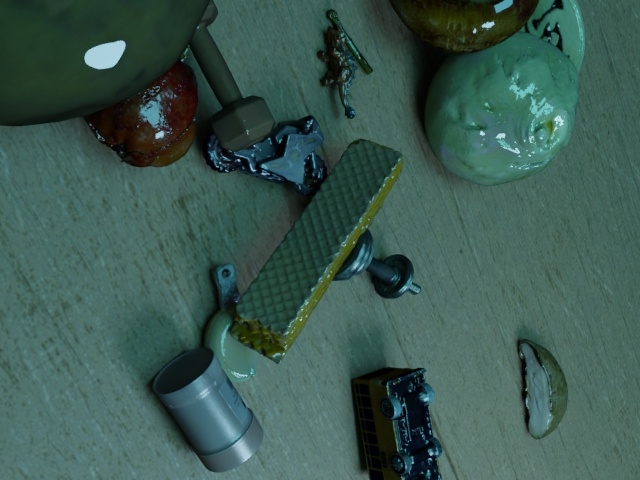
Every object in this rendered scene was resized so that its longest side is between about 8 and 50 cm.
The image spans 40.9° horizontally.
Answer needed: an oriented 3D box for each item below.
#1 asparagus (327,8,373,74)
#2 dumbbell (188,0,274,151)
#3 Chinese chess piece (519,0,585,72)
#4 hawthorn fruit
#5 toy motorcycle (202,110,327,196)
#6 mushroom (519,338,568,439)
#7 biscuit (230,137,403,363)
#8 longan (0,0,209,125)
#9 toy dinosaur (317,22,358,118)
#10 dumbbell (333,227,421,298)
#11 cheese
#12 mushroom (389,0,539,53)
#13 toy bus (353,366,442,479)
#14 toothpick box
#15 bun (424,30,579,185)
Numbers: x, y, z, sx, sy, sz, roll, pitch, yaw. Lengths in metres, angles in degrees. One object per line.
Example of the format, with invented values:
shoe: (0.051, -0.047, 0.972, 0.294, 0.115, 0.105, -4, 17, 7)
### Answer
asparagus: (0.048, -0.321, 1.389, 0.127, 0.015, 0.018, 52, 52, -29)
dumbbell: (-0.143, -0.232, 1.158, 0.082, 0.092, 0.231, -27, 92, 2)
Chinese chess piece: (0.392, -0.381, 1.615, 0.250, 0.101, 0.250, -2, 93, -38)
hawthorn fruit: (-0.217, -0.179, 1.094, 0.148, 0.148, 0.172, 36, 77, -35)
toy motorcycle: (-0.070, -0.141, 1.263, 0.215, 0.080, 0.123, 14, 85, -36)
mushroom: (0.450, 0.293, 1.716, 0.094, 0.072, 0.210, -16, 102, -47)
biscuit: (0.000, 0.000, 1.263, 0.379, 0.094, 0.054, -55, 159, -25)
longan: (-0.297, -0.312, 0.902, 0.404, 0.336, 0.405, 0, 92, -10)
toy dinosaur: (0.031, -0.268, 1.359, 0.055, 0.049, 0.154, -16, 97, -41)
dumbbell: (0.086, 0.040, 1.390, 0.254, 0.110, 0.110, 28, 75, -43)
cheese: (-0.123, 0.121, 1.252, 0.092, 0.047, 0.171, 9, 86, -40)
mushroom: (0.229, -0.414, 1.404, 0.253, 0.253, 0.153, -41, 152, -30)
toy bus: (0.126, 0.318, 1.424, 0.098, 0.114, 0.201, -12, 95, -39)
toothpick box: (-0.156, 0.237, 1.198, 0.098, 0.098, 0.149, -42, 117, -30)
bun: (0.321, -0.215, 1.461, 0.283, 0.179, 0.283, -4, 112, -10)
